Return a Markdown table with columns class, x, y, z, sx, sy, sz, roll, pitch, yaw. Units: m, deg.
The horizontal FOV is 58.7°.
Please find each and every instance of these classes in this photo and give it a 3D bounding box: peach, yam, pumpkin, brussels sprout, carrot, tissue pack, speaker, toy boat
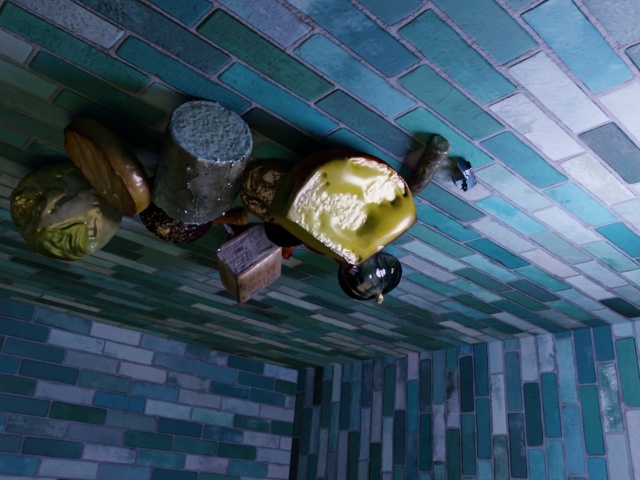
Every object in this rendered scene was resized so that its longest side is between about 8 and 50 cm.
| class | x | y | z | sx | sy | sz | roll | pitch | yaw |
| --- | --- | --- | --- | --- | --- | --- | --- | --- | --- |
| peach | 0.069 | -0.100 | 1.582 | 0.381 | 0.306 | 0.242 | 29 | -178 | -24 |
| yam | 0.292 | -0.196 | 1.574 | 0.061 | 0.061 | 0.274 | 7 | 157 | -5 |
| pumpkin | 0.192 | 0.139 | 2.171 | 0.250 | 0.216 | 0.250 | -21 | 164 | -6 |
| brussels sprout | -0.786 | -0.080 | 1.777 | 0.345 | 0.268 | 0.344 | 1 | 149 | 1 |
| carrot | -0.359 | -0.077 | 1.978 | 0.225 | 0.057 | 0.057 | -2 | 156 | 21 |
| tissue pack | -0.285 | 0.062 | 2.130 | 0.239 | 0.238 | 0.305 | 6 | 156 | -3 |
| speaker | 0.003 | -0.023 | 1.870 | 0.259 | 0.198 | 0.329 | 12 | 170 | 30 |
| toy boat | 0.400 | -0.175 | 1.597 | 0.061 | 0.060 | 0.137 | -23 | 156 | 12 |
| yam | -0.316 | -0.200 | 1.498 | 0.241 | 0.240 | 0.348 | 12 | 153 | -16 |

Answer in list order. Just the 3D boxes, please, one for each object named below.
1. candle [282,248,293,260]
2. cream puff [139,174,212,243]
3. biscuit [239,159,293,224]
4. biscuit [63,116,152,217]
| class | x | y | z | sx | sy | sz | roll | pitch | yaw |
| --- | --- | --- | --- | --- | --- | --- | --- | --- | --- |
| candle | -0.125 | -0.005 | 2.092 | 0.051 | 0.048 | 0.329 | 12 | 156 | 4 |
| cream puff | -0.442 | -0.090 | 1.723 | 0.165 | 0.239 | 0.239 | -38 | 138 | 20 |
| biscuit | -0.137 | -0.137 | 1.688 | 0.226 | 0.042 | 0.225 | 4 | 126 | 5 |
| biscuit | -0.568 | -0.202 | 1.540 | 0.296 | 0.102 | 0.296 | 34 | 149 | 24 |
